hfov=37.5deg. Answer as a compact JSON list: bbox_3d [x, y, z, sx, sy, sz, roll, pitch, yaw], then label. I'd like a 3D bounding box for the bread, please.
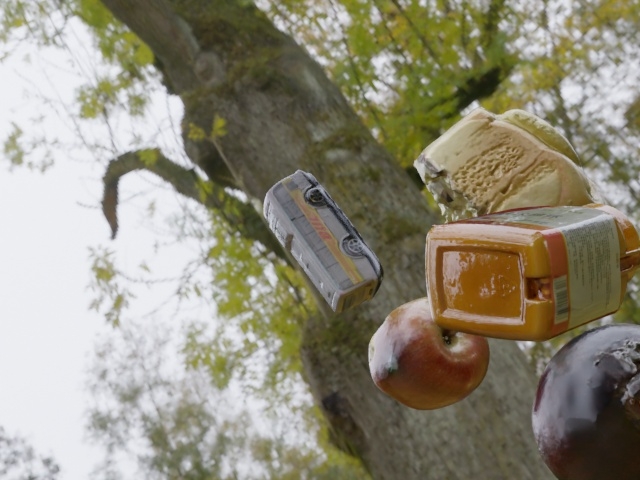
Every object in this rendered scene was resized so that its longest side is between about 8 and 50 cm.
[{"bbox_3d":[0.339,-0.088,1.693,0.270,0.315,0.211,-39,-22,-15],"label":"bread"}]

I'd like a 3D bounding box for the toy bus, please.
[{"bbox_3d":[0.000,0.000,1.083,0.072,0.172,0.057,-27,-25,-24],"label":"toy bus"}]

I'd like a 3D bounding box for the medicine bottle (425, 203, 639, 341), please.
[{"bbox_3d":[0.230,0.025,0.975,0.222,0.149,0.112,-12,-79,-43],"label":"medicine bottle"}]

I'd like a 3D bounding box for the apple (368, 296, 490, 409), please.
[{"bbox_3d":[0.162,0.178,1.465,0.199,0.199,0.199,-23,-31,-15],"label":"apple"}]

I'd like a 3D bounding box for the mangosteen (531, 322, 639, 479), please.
[{"bbox_3d":[0.388,0.211,1.173,0.235,0.236,0.261,-27,-19,-9],"label":"mangosteen"}]
